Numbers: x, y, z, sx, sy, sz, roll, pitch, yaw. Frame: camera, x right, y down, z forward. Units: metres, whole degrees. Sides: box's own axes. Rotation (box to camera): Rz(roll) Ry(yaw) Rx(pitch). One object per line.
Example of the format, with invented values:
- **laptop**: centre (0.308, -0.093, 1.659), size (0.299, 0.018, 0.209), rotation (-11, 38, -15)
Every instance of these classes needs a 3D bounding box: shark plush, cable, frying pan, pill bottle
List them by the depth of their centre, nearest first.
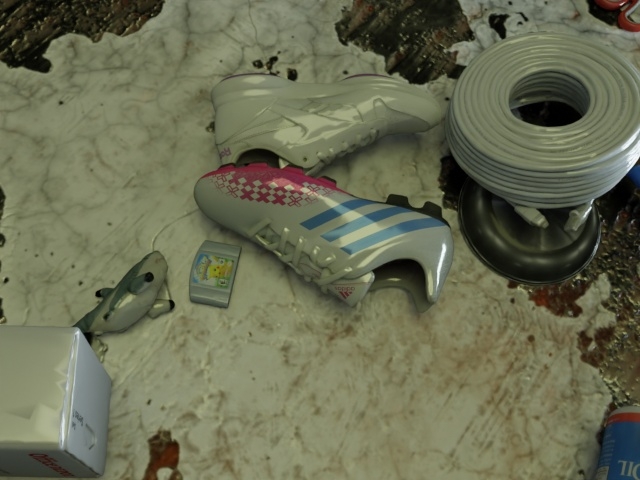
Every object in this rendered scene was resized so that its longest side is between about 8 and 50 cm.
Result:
- **pill bottle**: centre (0.350, 0.301, 0.780), size (0.124, 0.124, 0.221), rotation (21, 65, 4)
- **shark plush**: centre (-0.246, 0.079, 0.877), size (0.161, 0.073, 0.067), rotation (-42, 54, 0)
- **cable**: centre (0.290, -0.162, 0.952), size (0.257, 0.089, 0.257), rotation (37, 70, 28)
- **frying pan**: centre (0.294, -0.095, 1.004), size (0.197, 0.053, 0.326), rotation (10, 68, -1)

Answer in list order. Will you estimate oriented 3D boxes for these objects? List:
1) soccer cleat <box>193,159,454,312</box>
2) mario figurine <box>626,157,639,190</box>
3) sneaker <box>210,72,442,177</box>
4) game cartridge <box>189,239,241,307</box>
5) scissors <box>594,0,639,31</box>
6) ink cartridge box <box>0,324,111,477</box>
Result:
- **soccer cleat**: centre (0.000, 0.000, 0.887), size (0.331, 0.116, 0.143), rotation (11, 64, -1)
- **mario figurine**: centre (0.531, -0.009, 0.919), size (0.198, 0.170, 0.320), rotation (-20, 66, -11)
- **sneaker**: centre (0.009, -0.140, 0.974), size (0.305, 0.114, 0.152), rotation (-1, 79, -2)
- **game cartridge**: centre (-0.133, 0.040, 0.911), size (0.056, 0.017, 0.083), rotation (9, 64, 2)
- **scissors**: centre (0.554, -0.448, 1.209), size (0.109, 0.021, 0.297), rotation (38, 66, 14)
- **ink cartridge box**: centre (-0.364, 0.163, 0.725), size (0.278, 0.201, 0.117), rotation (3, 65, -5)
